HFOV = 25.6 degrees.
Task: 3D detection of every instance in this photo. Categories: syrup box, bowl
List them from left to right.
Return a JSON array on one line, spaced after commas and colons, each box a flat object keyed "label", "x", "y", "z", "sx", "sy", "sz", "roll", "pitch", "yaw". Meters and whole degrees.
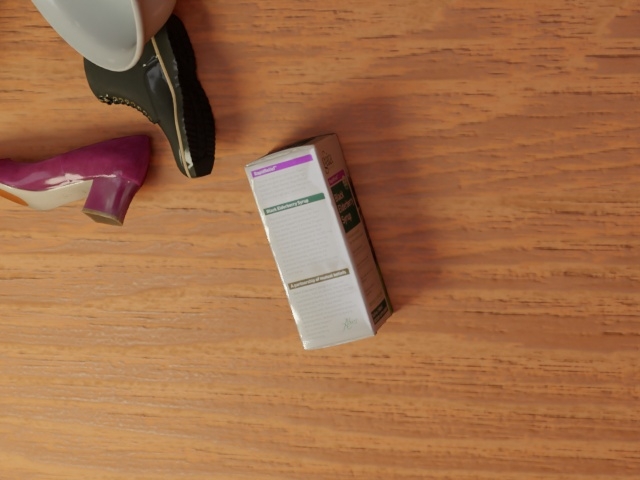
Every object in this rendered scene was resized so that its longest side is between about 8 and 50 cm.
[{"label": "bowl", "x": -0.249, "y": -0.353, "z": 1.601, "sx": 0.134, "sy": 0.298, "sz": 0.298, "roll": -36, "pitch": 92, "yaw": -24}, {"label": "syrup box", "x": 0.000, "y": 0.000, "z": 1.668, "sx": 0.096, "sy": 0.093, "sz": 0.236, "roll": -14, "pitch": 98, "yaw": 19}]

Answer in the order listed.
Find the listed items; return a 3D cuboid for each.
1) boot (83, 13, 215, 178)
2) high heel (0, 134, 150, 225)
[{"label": "boot", "x": -0.211, "y": -0.161, "z": 1.708, "sx": 0.137, "sy": 0.077, "sz": 0.197, "roll": -14, "pitch": 86, "yaw": 23}, {"label": "high heel", "x": -0.329, "y": -0.098, "z": 1.762, "sx": 0.244, "sy": 0.082, "sz": 0.117, "roll": 12, "pitch": 74, "yaw": 27}]
